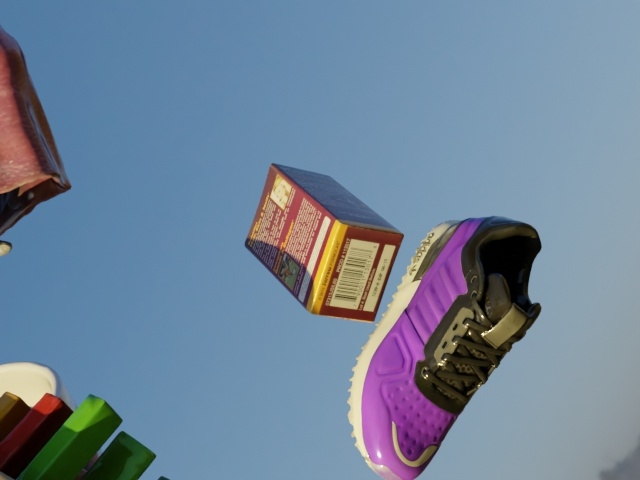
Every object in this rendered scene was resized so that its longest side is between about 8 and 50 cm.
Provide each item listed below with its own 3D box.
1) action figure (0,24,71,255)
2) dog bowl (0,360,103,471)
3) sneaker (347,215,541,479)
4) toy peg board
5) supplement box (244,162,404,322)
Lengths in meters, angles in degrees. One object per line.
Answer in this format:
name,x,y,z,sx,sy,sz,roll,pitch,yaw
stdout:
action figure,-0.253,-0.155,0.782,0.248,0.370,0.276,-2,-14,-17
dog bowl,-0.332,0.231,1.185,0.265,0.265,0.104,-43,-62,-35
sneaker,0.132,0.093,1.238,0.102,0.146,0.293,38,-119,-28
toy peg board,-0.145,0.146,0.745,0.079,0.161,0.161,-49,-54,-23
supplement box,0.000,0.000,1.381,0.081,0.188,0.104,10,-73,-29
